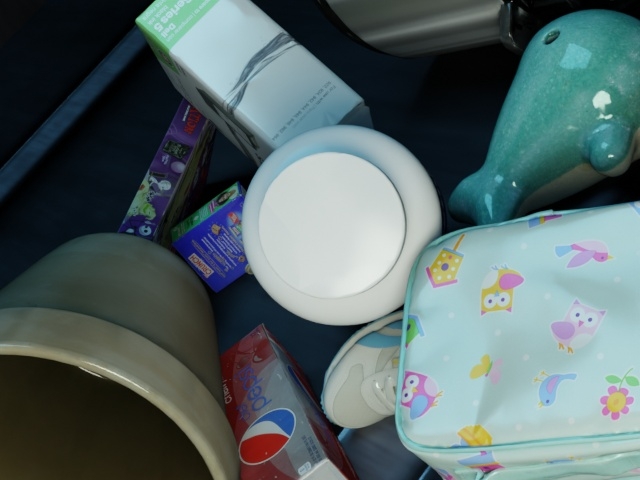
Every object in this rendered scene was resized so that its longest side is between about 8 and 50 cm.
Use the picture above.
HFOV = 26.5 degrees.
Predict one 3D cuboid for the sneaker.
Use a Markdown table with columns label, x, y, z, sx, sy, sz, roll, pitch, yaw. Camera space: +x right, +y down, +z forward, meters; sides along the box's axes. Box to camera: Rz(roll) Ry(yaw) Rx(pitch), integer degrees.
| label | x | y | z | sx | sy | sz | roll | pitch | yaw |
| --- | --- | --- | --- | --- | --- | --- | --- | --- | --- |
| sneaker | 0.097 | 0.116 | 1.252 | 0.229 | 0.087 | 0.092 | -32 | 32 | 20 |

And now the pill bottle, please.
| label | x | y | z | sx | sy | sz | roll | pitch | yaw |
| --- | --- | --- | --- | --- | --- | --- | --- | --- | --- |
| pill bottle | 0.028 | -0.015 | 1.287 | 0.181 | 0.181 | 0.323 | -37 | -3 | 6 |

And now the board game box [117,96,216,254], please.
| label | x | y | z | sx | sy | sz | roll | pitch | yaw |
| --- | --- | --- | --- | --- | --- | --- | --- | --- | --- |
| board game box | -0.201 | -0.034 | 1.726 | 0.208 | 0.056 | 0.347 | 113 | 177 | -48 |

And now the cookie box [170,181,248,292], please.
| label | x | y | z | sx | sy | sz | roll | pitch | yaw |
| --- | --- | --- | --- | --- | --- | --- | --- | --- | --- |
| cookie box | -0.115 | -0.004 | 1.662 | 0.107 | 0.092 | 0.040 | -35 | 26 | 10 |

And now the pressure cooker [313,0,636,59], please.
| label | x | y | z | sx | sy | sz | roll | pitch | yaw |
| --- | --- | --- | --- | --- | --- | --- | --- | --- | --- |
| pressure cooker | 0.210 | -0.416 | 1.568 | 0.420 | 0.369 | 0.375 | -2 | 30 | 47 |

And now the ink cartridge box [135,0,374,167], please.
| label | x | y | z | sx | sy | sz | roll | pitch | yaw |
| --- | --- | --- | --- | --- | --- | --- | --- | --- | --- |
| ink cartridge box | -0.069 | -0.173 | 1.603 | 0.115 | 0.198 | 0.273 | -45 | 72 | -7 |

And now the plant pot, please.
| label | x | y | z | sx | sy | sz | roll | pitch | yaw |
| --- | --- | --- | --- | --- | --- | --- | --- | --- | --- |
| plant pot | -0.219 | 0.143 | 1.263 | 0.323 | 0.323 | 0.280 | -28 | 26 | 22 |

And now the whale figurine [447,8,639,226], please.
| label | x | y | z | sx | sy | sz | roll | pitch | yaw |
| --- | --- | --- | --- | --- | --- | --- | --- | --- | --- |
| whale figurine | 0.231 | -0.122 | 1.363 | 0.272 | 0.141 | 0.216 | -42 | 29 | -2 |

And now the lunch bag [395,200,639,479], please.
| label | x | y | z | sx | sy | sz | roll | pitch | yaw |
| --- | --- | --- | --- | --- | --- | --- | --- | --- | --- |
| lunch bag | 0.196 | 0.092 | 1.082 | 0.279 | 0.108 | 0.224 | -10 | 59 | 28 |

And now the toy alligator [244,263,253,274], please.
| label | x | y | z | sx | sy | sz | roll | pitch | yaw |
| --- | --- | --- | --- | --- | --- | --- | --- | --- | --- |
| toy alligator | 0.000 | 0.000 | 1.568 | 0.190 | 0.056 | 0.051 | -36 | 69 | 8 |

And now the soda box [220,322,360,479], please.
| label | x | y | z | sx | sy | sz | roll | pitch | yaw |
| --- | --- | --- | --- | --- | --- | --- | --- | --- | --- |
| soda box | -0.040 | 0.191 | 1.310 | 0.092 | 0.083 | 0.263 | -38 | 28 | 3 |
